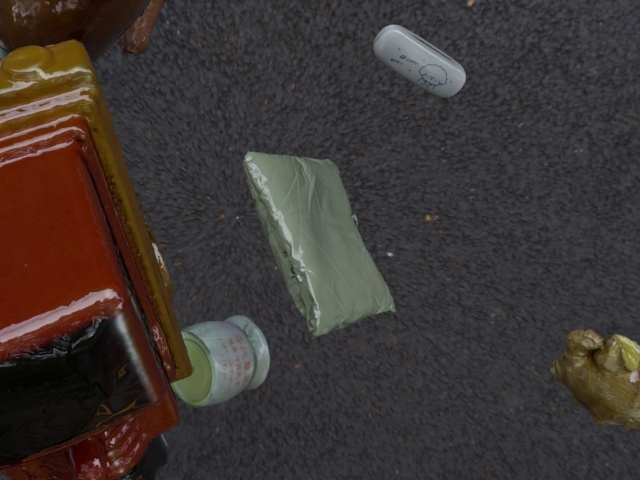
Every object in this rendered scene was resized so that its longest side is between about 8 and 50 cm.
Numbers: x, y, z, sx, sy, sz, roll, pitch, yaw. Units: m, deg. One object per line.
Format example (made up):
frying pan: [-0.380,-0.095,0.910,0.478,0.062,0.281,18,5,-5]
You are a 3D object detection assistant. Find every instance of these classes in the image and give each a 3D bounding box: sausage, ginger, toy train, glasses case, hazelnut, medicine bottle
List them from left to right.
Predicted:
toy train: [-0.175,0.038,0.450,0.163,0.369,0.232,-19,52,-13]
hazelnut: [-0.395,-0.443,1.103,0.365,0.366,0.366,0,92,-7]
sausage: [-0.320,-0.489,1.378,0.078,0.078,0.304,29,122,-7]
medicine bottle: [-0.184,0.216,1.306,0.143,0.147,0.148,-9,94,-49]
glasses case: [0.190,-0.342,1.386,0.197,0.049,0.076,27,130,-20]
ginger: [0.446,0.206,1.045,0.216,0.102,0.157,25,131,12]

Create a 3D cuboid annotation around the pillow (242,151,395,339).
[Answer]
pillow: [0.000,0.001,1.102,0.076,0.274,0.281,-26,81,26]
